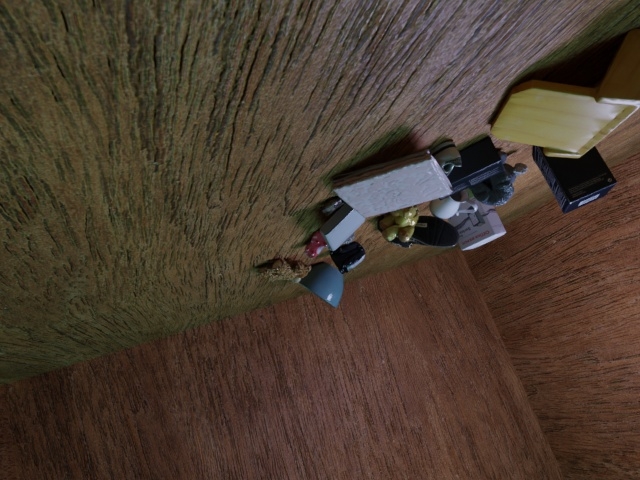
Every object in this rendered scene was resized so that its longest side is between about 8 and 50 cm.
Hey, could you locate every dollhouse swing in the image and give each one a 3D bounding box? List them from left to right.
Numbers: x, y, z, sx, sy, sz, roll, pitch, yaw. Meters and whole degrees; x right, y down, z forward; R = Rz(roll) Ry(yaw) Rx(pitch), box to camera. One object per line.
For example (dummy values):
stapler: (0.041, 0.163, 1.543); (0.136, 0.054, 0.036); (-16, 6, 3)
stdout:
dollhouse swing: (0.735, -0.443, 1.230); (0.315, 0.305, 0.347); (-61, 168, -8)

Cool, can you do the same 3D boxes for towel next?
towel: (0.241, -0.175, 1.372); (0.332, 0.053, 0.317); (-14, 159, 24)

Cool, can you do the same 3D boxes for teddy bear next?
teddy bear: (-0.184, 0.166, 2.166); (0.245, 0.113, 0.338); (-20, 166, 8)

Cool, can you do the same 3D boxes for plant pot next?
plant pot: (0.027, 0.248, 2.523); (0.195, 0.290, 0.290); (-55, 168, -8)

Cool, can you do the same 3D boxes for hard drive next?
hard drive: (0.097, -0.065, 1.673); (0.203, 0.040, 0.307); (-45, 167, -3)

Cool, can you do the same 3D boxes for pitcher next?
pitcher: (0.596, -0.160, 1.876); (0.125, 0.178, 0.207); (-46, 173, -21)

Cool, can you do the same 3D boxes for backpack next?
backpack: (0.159, 0.085, 2.305); (0.182, 0.152, 0.115); (-31, 172, -5)

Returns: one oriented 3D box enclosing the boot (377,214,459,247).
boot: (0.468, -0.033, 2.049); (0.377, 0.138, 0.284); (8, 173, 9)

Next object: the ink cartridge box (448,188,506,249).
ink cartridge box: (0.745, -0.114, 2.040); (0.115, 0.273, 0.198); (-8, 161, -40)

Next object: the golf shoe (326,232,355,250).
golf shoe: (0.085, -0.012, 2.003); (0.176, 0.069, 0.086); (-21, -157, -32)

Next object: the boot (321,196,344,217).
boot: (0.050, -0.124, 1.540); (0.087, 0.042, 0.118); (-30, 172, 7)

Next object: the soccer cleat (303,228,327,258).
soccer cleat: (0.000, 0.000, 1.895); (0.095, 0.083, 0.248); (-51, 180, -37)

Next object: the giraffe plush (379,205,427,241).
giraffe plush: (0.362, -0.109, 1.818); (0.210, 0.181, 0.170); (-10, 145, 4)

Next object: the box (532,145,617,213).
box: (1.024, -0.294, 1.701); (0.183, 0.294, 0.296); (-28, 164, 22)

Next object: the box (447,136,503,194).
box: (0.535, -0.260, 1.557); (0.261, 0.103, 0.184); (-25, 168, 23)

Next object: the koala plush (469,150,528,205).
koala plush: (0.737, -0.255, 1.722); (0.221, 0.203, 0.196); (-23, 172, -42)

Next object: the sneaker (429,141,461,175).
sneaker: (0.379, -0.242, 1.429); (0.090, 0.095, 0.235); (-13, 166, -33)
